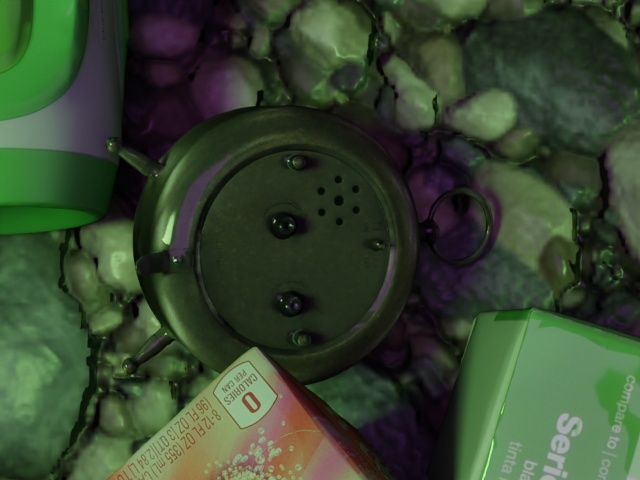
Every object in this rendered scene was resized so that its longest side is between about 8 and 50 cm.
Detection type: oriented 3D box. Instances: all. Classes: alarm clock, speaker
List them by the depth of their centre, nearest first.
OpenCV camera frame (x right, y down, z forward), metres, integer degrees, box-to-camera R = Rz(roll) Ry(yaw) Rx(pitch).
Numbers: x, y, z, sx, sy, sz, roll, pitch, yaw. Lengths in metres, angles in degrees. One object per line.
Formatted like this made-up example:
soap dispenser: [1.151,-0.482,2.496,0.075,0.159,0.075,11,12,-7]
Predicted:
alarm clock: [0.000,0.000,0.477,0.192,0.064,0.129,-7,98,-23]
speaker: [-0.163,-0.155,0.479,0.131,0.131,0.296,-4,84,1]

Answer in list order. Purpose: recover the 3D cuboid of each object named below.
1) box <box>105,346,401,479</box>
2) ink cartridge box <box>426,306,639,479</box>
box: [-0.070,0.212,0.408,0.300,0.142,0.154,-41,60,-2]
ink cartridge box: [0.167,0.102,0.427,0.219,0.160,0.092,18,86,4]
